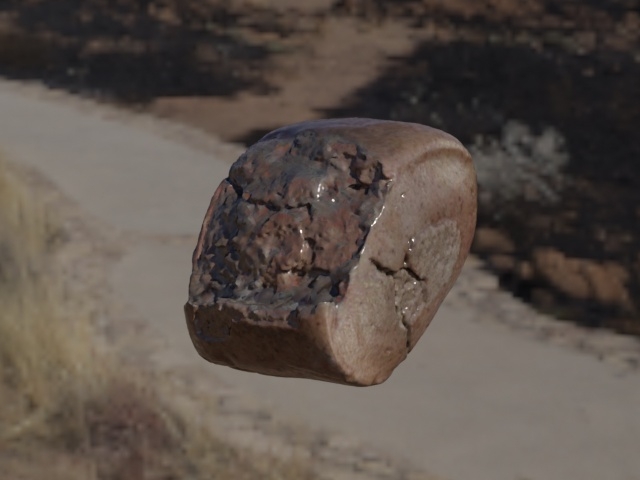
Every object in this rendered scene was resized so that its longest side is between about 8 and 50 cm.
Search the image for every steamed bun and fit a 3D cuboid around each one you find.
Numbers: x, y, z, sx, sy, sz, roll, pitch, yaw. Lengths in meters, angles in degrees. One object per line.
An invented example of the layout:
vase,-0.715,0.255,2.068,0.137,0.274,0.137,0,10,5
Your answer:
steamed bun,0.000,0.000,1.001,0.145,0.106,0.175,10,60,34
